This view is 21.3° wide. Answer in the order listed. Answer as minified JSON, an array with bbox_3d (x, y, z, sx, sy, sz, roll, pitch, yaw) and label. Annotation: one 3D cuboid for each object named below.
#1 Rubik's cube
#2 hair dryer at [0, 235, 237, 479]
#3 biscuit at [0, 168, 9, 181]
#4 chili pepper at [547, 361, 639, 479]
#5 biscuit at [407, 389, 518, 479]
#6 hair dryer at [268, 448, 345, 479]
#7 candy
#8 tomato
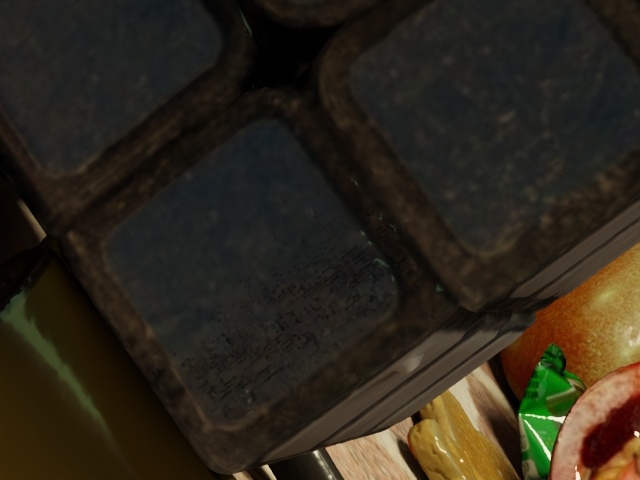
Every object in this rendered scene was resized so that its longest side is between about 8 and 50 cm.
[{"bbox_3d":[0.028,-0.114,0.674,0.301,0.305,0.304,55,9,8],"label":"Rubik's cube"},{"bbox_3d":[-0.093,0.054,0.665,0.135,0.090,0.278,51,6,-15],"label":"hair dryer"},{"bbox_3d":[-0.195,-0.152,0.860,0.329,0.078,0.335,51,12,-28],"label":"biscuit"},{"bbox_3d":[0.307,0.236,1.316,0.305,0.229,0.251,51,22,-57],"label":"chili pepper"},{"bbox_3d":[0.109,0.182,1.213,0.153,0.030,0.234,49,13,-20],"label":"biscuit"},{"bbox_3d":[-0.032,0.092,0.869,0.248,0.070,0.114,62,10,-4],"label":"hair dryer"},{"bbox_3d":[0.221,0.198,1.507,0.141,0.078,0.203,12,62,-58],"label":"candy"},{"bbox_3d":[0.328,0.131,1.714,0.303,0.239,0.303,50,8,-10],"label":"tomato"}]
